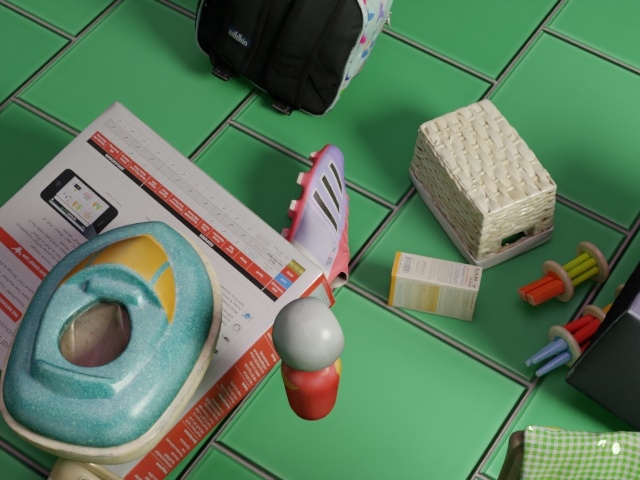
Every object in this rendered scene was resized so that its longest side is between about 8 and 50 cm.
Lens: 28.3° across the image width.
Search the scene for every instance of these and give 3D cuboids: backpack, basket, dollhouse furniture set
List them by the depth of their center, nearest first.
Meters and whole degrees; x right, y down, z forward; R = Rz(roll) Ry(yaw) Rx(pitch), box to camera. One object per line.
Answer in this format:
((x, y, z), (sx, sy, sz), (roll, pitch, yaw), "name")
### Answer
((0.234, 0.285, 1.024), (0.197, 0.301, 0.151), (-2, 51, -6), "dollhouse furniture set")
((0.192, -0.070, 1.489), (0.113, 0.103, 0.167), (-23, 58, -16), "basket")
((-0.022, -0.303, 1.544), (0.225, 0.253, 0.191), (31, 61, 4), "backpack")

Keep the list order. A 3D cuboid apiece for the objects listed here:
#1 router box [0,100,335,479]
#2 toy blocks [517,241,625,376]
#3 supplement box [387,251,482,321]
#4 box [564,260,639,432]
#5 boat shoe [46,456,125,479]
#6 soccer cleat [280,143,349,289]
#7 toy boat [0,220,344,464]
((-0.208, 0.055, 1.357), (0.335, 0.082, 0.301), (40, 77, 24), "router box")
((0.271, 0.079, 1.413), (0.148, 0.054, 0.123), (-28, 60, -20), "toy blocks")
((0.128, 0.051, 1.425), (0.098, 0.062, 0.036), (11, 53, 6), "supplement box")
((0.465, 0.091, 1.302), (0.296, 0.183, 0.294), (34, 61, 8), "box")
((-0.120, 0.288, 1.184), (0.302, 0.109, 0.098), (22, 88, 1), "boat shoe")
((0.000, 0.000, 1.453), (0.095, 0.083, 0.248), (18, 57, -1), "soccer cleat")
((-0.131, 0.088, 1.185), (0.318, 0.148, 0.267), (9, 52, 9), "toy boat")
